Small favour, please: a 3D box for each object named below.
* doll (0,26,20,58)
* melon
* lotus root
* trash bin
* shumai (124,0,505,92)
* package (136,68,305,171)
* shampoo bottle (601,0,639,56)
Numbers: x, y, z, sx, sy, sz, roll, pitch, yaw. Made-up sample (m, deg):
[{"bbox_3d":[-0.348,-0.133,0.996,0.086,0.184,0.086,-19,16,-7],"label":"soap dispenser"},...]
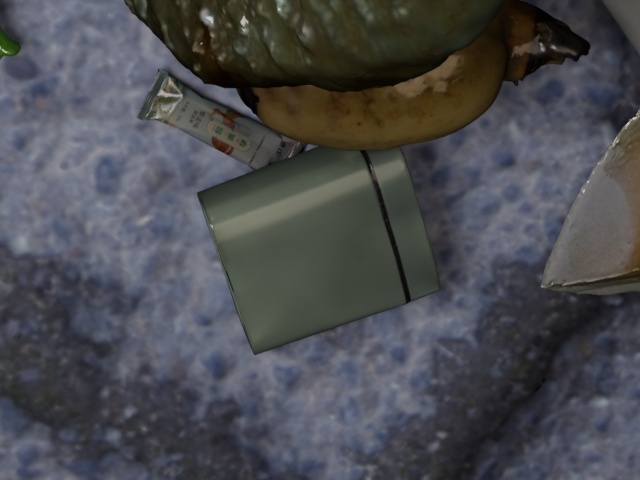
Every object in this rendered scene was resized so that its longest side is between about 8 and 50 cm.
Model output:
[{"bbox_3d":[-0.242,-0.133,1.154,0.190,0.050,0.115,-45,103,6],"label":"doll"},{"bbox_3d":[0.242,-0.028,1.266,0.202,0.093,0.140,-8,94,-16],"label":"melon"},{"bbox_3d":[0.051,-0.119,1.177,0.220,0.118,0.125,-7,91,-2],"label":"lotus root"},{"bbox_3d":[0.000,0.000,1.234,0.130,0.059,0.116,-19,116,-5],"label":"trash bin"},{"bbox_3d":[0.044,-0.276,1.051,0.323,0.397,0.324,-28,119,-32],"label":"shumai"},{"bbox_3d":[-0.063,-0.070,1.226,0.110,0.015,0.037,27,95,-20],"label":"package"},{"bbox_3d":[0.249,-0.144,1.243,0.108,0.051,0.221,-45,110,-17],"label":"shampoo bottle"}]
